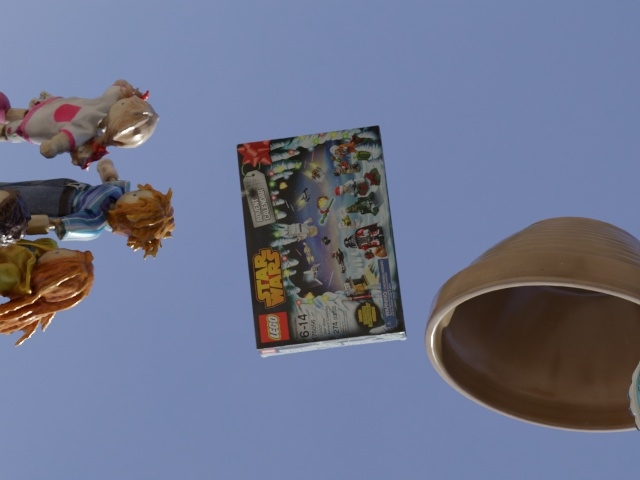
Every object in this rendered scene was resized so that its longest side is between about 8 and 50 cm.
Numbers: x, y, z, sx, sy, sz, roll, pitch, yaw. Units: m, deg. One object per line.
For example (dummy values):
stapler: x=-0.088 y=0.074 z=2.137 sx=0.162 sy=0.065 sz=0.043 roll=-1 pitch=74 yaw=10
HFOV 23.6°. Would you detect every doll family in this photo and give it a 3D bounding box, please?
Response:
doll family: x=-0.188 y=-0.014 z=1.008 sx=0.163 sy=0.118 sz=0.263 roll=4 pitch=-153 yaw=23

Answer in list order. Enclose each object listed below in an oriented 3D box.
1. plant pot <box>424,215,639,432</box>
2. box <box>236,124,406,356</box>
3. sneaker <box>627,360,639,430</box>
plant pot: x=0.211 y=0.057 z=1.272 sx=0.237 sy=0.237 sz=0.109 roll=-16 pitch=-134 yaw=39
box: x=0.000 y=0.000 z=0.965 sx=0.094 sy=0.027 sz=0.137 roll=-8 pitch=-105 yaw=4
sneaker: x=0.202 y=0.050 z=0.784 sx=0.073 sy=0.063 sz=0.162 roll=120 pitch=-16 yaw=-49
